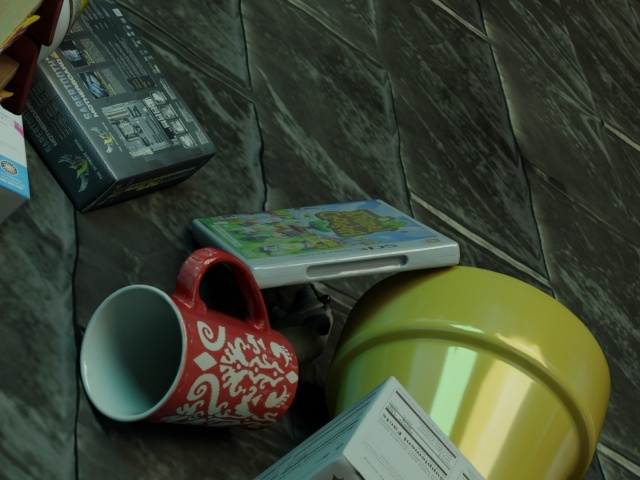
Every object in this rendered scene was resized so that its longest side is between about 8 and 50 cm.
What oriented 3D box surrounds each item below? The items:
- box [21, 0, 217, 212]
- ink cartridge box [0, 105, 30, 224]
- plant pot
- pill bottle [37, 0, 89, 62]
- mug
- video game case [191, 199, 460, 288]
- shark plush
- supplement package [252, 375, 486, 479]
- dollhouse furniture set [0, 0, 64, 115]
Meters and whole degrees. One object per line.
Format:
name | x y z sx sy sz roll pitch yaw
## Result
box | -0.221 -0.147 1.761 0.232 0.059 0.183 54 28 7
ink cartridge box | -0.308 -0.103 1.574 0.104 0.061 0.181 28 35 -37
plant pot | 0.110 0.190 1.664 0.254 0.254 0.239 41 44 -17
pill bottle | -0.251 -0.241 1.638 0.117 0.117 0.215 43 27 -14
mug | -0.091 0.095 1.571 0.169 0.150 0.113 19 36 -52
video game case | 0.000 0.000 1.724 0.193 0.023 0.212 -6 14 -17
shark plush | -0.021 0.071 1.802 0.067 0.073 0.161 17 36 2
supplement package | 0.053 0.283 1.482 0.262 0.204 0.145 49 27 -4
dollhouse furniture set | -0.383 -0.182 1.298 0.374 0.152 0.201 31 41 1
